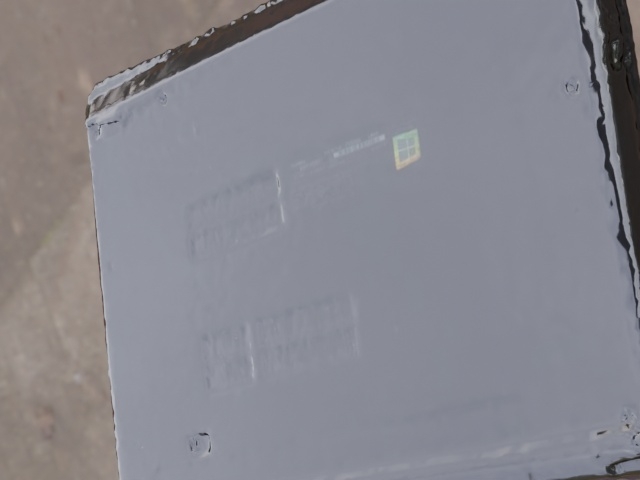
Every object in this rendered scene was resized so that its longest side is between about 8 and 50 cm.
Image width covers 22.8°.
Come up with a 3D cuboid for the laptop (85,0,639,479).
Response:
[{"bbox_3d":[0.000,0.000,0.391,0.197,0.016,0.135,-18,77,46],"label":"laptop"}]
